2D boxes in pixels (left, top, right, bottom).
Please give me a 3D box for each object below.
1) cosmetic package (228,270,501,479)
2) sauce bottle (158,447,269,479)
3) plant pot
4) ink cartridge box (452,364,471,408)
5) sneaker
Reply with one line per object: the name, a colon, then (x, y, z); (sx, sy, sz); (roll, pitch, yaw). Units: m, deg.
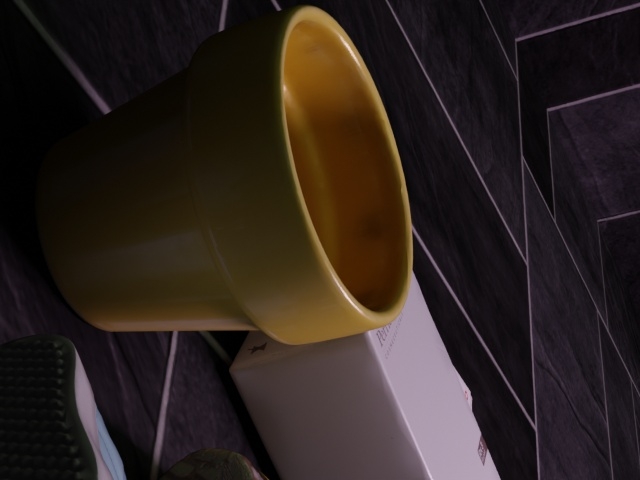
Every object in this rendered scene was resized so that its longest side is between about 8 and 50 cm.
cosmetic package: (0.067, 0.220, 1.388); (0.217, 0.156, 0.385); (-67, 138, -62)
sauce bottle: (-0.027, 0.309, 1.169); (0.111, 0.111, 0.344); (-84, 152, -42)
plant pot: (-0.082, -0.033, 1.064); (0.254, 0.239, 0.254); (-13, 90, -69)
ink cartridge box: (0.116, 0.196, 1.647); (0.191, 0.082, 0.139); (57, 28, -43)
sneaker: (-0.157, 0.190, 0.777); (0.366, 0.135, 0.150); (-101, 170, -67)
